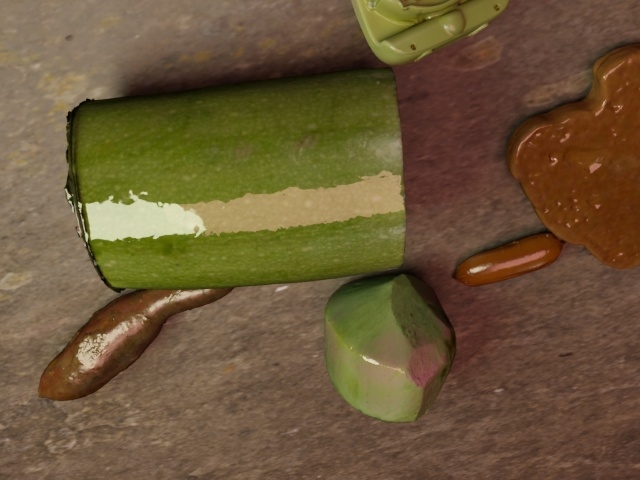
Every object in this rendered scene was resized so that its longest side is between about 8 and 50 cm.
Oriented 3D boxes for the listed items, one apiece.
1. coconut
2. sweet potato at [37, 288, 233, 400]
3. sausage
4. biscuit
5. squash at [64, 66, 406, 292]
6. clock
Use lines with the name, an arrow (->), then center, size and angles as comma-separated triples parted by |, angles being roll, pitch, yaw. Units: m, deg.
coconut -> 0.105, 0.149, 0.963 | 0.204, 0.236, 0.236 | 21, 122, 25
sweet potato -> -0.288, 0.131, 0.996 | 0.385, 0.109, 0.109 | -36, 115, 4
sausage -> 0.297, 0.033, 0.993 | 0.183, 0.054, 0.062 | -18, 115, 11
biscuit -> 0.451, -0.120, 0.913 | 0.351, 0.057, 0.312 | 23, 115, -17
squash -> -0.095, -0.069, 0.800 | 0.384, 0.263, 0.263 | -5, 119, 1
clock -> 0.104, -0.336, 0.739 | 0.170, 0.069, 0.232 | -28, 96, -7
